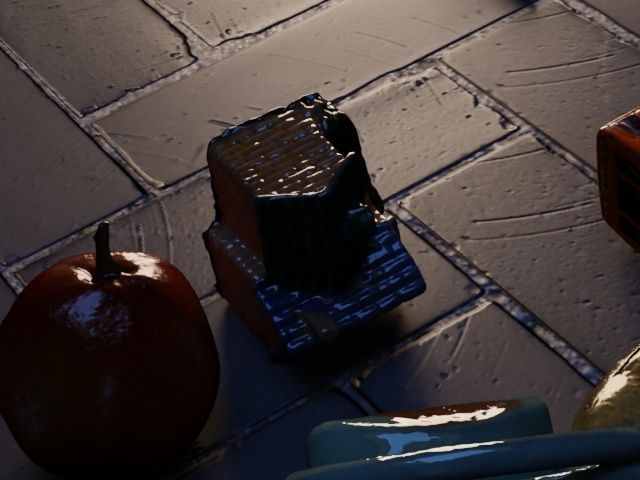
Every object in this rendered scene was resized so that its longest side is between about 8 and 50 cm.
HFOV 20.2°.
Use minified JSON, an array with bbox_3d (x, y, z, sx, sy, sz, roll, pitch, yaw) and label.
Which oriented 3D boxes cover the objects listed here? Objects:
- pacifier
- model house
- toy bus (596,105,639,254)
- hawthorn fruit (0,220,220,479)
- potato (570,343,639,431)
[{"bbox_3d":[0.099,0.238,1.210,0.343,0.288,0.269,-9,71,-13],"label":"pacifier"},{"bbox_3d":[0.000,0.000,1.534,0.166,0.183,0.172,-24,39,-13],"label":"model house"},{"bbox_3d":[0.410,-0.097,1.589,0.329,0.143,0.153,-28,43,-17],"label":"toy bus"},{"bbox_3d":[-0.174,0.080,1.451,0.197,0.225,0.196,3,37,-2],"label":"hawthorn fruit"},{"bbox_3d":[0.257,0.142,1.390,0.107,0.080,0.170,15,42,29],"label":"potato"}]
